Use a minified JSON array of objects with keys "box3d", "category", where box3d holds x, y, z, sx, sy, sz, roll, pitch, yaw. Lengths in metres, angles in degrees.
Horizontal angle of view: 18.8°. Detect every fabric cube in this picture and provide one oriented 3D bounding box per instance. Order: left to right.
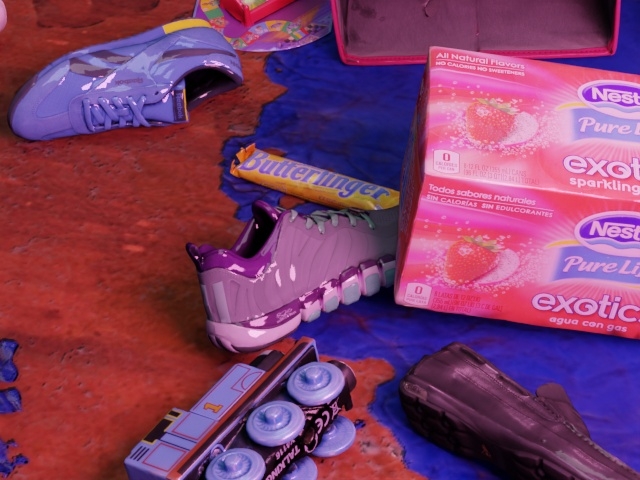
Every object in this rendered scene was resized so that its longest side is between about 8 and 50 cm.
[{"box3d":[0.136,-0.338,1.731,0.259,0.254,0.258,-2,45,5],"category":"fabric cube"}]

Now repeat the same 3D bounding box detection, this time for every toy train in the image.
[{"box3d":[-0.052,0.142,1.389,0.105,0.080,0.184,17,46,32],"category":"toy train"}]

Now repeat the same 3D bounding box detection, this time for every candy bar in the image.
[{"box3d":[-0.002,-0.047,1.618,0.161,0.018,0.040,18,49,22],"category":"candy bar"}]

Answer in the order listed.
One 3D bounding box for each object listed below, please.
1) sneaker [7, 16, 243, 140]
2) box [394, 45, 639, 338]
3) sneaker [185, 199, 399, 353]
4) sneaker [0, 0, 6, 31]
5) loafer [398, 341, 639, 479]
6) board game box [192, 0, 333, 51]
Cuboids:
[{"box3d":[-0.168,-0.128,1.682,0.209,0.069,0.082,-22,50,-16],"category":"sneaker"},{"box3d":[0.214,-0.031,1.456,0.300,0.142,0.154,8,44,-2],"category":"box"},{"box3d":[0.000,0.000,1.491,0.224,0.098,0.083,-29,22,-32],"category":"sneaker"},{"box3d":[-0.408,-0.263,1.834,0.152,0.114,0.305,-17,48,-31],"category":"sneaker"},{"box3d":[0.156,0.136,1.374,0.223,0.076,0.078,28,61,34],"category":"loafer"},{"box3d":[-0.051,-0.243,1.811,0.133,0.033,0.168,2,44,7],"category":"board game box"}]
